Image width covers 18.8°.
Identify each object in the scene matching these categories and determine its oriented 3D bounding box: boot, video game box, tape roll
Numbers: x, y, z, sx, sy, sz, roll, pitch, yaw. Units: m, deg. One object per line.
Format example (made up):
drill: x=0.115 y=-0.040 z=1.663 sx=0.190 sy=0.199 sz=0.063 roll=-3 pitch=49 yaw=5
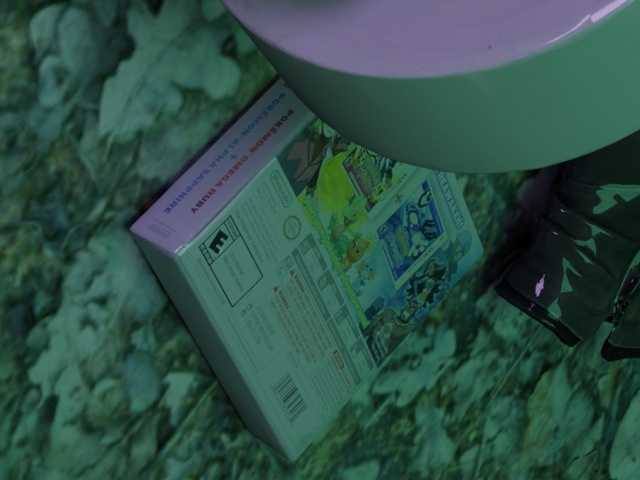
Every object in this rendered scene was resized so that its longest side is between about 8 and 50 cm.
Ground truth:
boot: x=0.267 y=-0.025 z=1.372 sx=0.338 sy=0.118 sz=0.222 roll=8 pitch=109 yaw=-39
video game box: x=0.000 y=0.000 z=1.123 sx=0.187 sy=0.048 sz=0.205 roll=-44 pitch=139 yaw=-18
tape roll: x=0.079 y=-0.177 z=0.911 sx=0.286 sy=0.286 sz=0.100 roll=-55 pitch=148 yaw=-8
